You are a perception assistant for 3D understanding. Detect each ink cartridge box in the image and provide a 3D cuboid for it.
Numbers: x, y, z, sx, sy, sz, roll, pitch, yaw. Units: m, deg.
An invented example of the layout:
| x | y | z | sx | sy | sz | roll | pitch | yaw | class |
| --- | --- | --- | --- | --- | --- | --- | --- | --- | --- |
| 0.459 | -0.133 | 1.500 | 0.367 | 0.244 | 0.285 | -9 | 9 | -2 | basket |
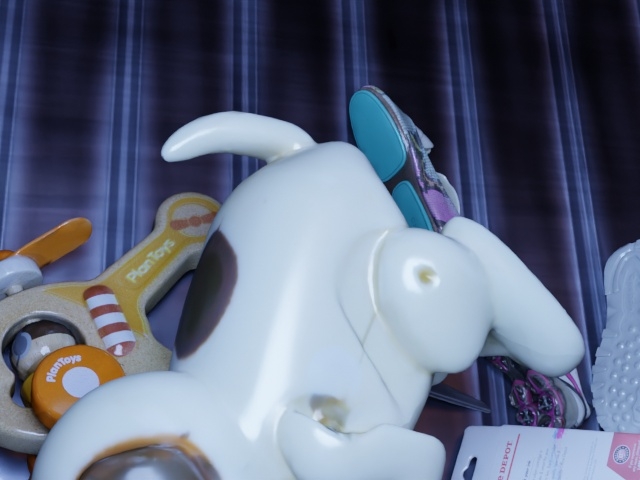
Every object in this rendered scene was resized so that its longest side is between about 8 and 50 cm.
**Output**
| x | y | z | sx | sy | sz | roll | pitch | yaw | class |
| --- | --- | --- | --- | --- | --- | --- | --- | --- | --- |
| 0.228 | 0.248 | 1.190 | 0.198 | 0.067 | 0.115 | -1 | 54 | 34 | ink cartridge box |

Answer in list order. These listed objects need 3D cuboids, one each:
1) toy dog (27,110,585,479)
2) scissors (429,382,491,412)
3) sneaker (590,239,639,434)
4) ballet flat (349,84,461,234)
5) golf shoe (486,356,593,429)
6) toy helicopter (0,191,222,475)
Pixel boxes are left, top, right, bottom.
| x | y | z | sx | sy | sz | roll | pitch | yaw | class |
| --- | --- | --- | --- | --- | --- | --- | --- | --- | --- |
| -0.044 | 0.128 | 0.977 | 0.408 | 0.285 | 0.395 | -47 | 113 | -27 | toy dog |
| 0.044 | 0.130 | 1.221 | 0.297 | 0.021 | 0.109 | 37 | 50 | -14 | scissors |
| 0.357 | 0.115 | 1.309 | 0.095 | 0.090 | 0.235 | 36 | 57 | -34 | sneaker |
| 0.104 | -0.074 | 1.357 | 0.079 | 0.077 | 0.221 | -13 | 72 | -39 | ballet flat |
| 0.224 | 0.119 | 1.295 | 0.086 | 0.067 | 0.186 | -6 | 67 | -42 | golf shoe |
| -0.222 | 0.059 | 1.193 | 0.235 | 0.140 | 0.355 | 32 | 50 | 13 | toy helicopter |
